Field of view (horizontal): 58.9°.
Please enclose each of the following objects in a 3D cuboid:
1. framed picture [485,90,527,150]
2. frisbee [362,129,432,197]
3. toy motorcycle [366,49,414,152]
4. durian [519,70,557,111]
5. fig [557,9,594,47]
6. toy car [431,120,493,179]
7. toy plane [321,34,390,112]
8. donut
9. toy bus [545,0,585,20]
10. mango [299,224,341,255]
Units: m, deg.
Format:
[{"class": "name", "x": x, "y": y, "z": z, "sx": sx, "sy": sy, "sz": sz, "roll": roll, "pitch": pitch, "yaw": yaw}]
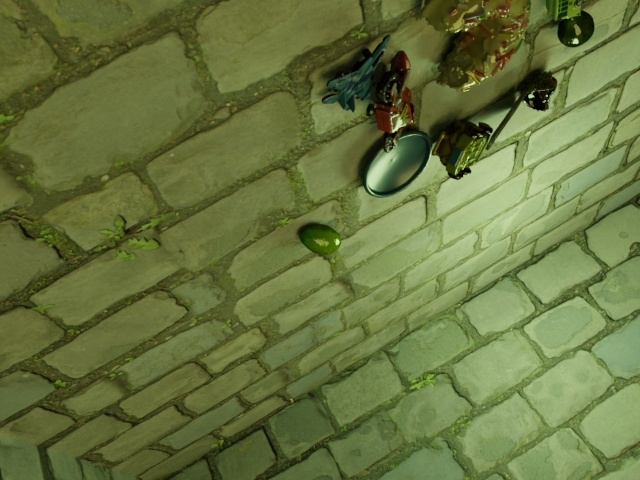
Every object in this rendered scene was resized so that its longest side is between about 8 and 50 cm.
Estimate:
[{"class": "framed picture", "x": 0.669, "y": -0.430, "z": 2.050, "sx": 0.203, "sy": 0.015, "sz": 0.150, "roll": -55, "pitch": 169, "yaw": -3}, {"class": "frisbee", "x": 0.262, "y": -0.271, "z": 1.971, "sx": 0.290, "sy": 0.049, "sz": 0.289, "roll": -23, "pitch": 144, "yaw": -18}, {"class": "toy motorcycle", "x": 0.216, "y": -0.400, "z": 1.679, "sx": 0.171, "sy": 0.089, "sz": 0.298, "roll": -51, "pitch": 153, "yaw": -22}, {"class": "durian", "x": 0.788, "y": -0.552, "z": 2.044, "sx": 0.187, "sy": 0.119, "sz": 0.108, "roll": 43, "pitch": 64, "yaw": -70}, {"class": "fig", "x": 0.819, "y": -0.688, "z": 1.824, "sx": 0.117, "sy": 0.117, "sz": 0.177, "roll": -48, "pitch": 162, "yaw": 23}, {"class": "toy car", "x": 0.493, "y": -0.335, "z": 2.005, "sx": 0.248, "sy": 0.142, "sz": 0.200, "roll": -26, "pitch": 145, "yaw": -53}, {"class": "toy plane", "x": 0.109, "y": -0.459, "z": 1.543, "sx": 0.169, "sy": 0.078, "sz": 0.246, "roll": 3, "pitch": 130, "yaw": -45}, {"class": "donut", "x": 0.445, "y": -0.597, "z": 1.583, "sx": 0.307, "sy": 0.150, "sz": 0.371, "roll": -35, "pitch": 149, "yaw": 2}, {"class": "toy bus", "x": 0.727, "y": -0.747, "z": 1.682, "sx": 0.101, "sy": 0.088, "sz": 0.175, "roll": -16, "pitch": 149, "yaw": 10}, {"class": "mango", "x": 0.001, "y": 0.001, "z": 2.067, "sx": 0.178, "sy": 0.100, "sz": 0.119, "roll": 16, "pitch": 127, "yaw": -43}]
